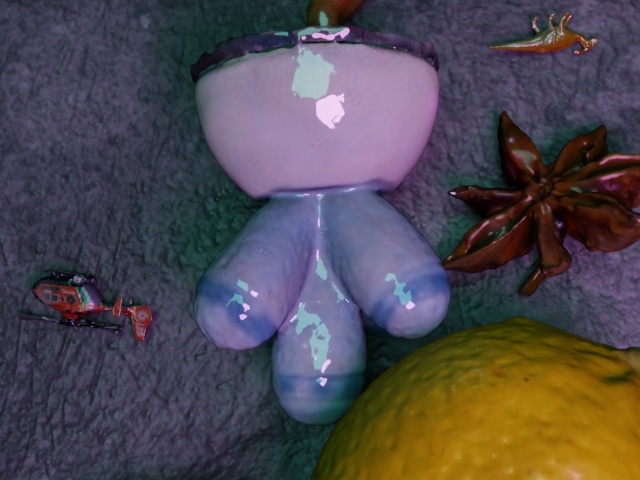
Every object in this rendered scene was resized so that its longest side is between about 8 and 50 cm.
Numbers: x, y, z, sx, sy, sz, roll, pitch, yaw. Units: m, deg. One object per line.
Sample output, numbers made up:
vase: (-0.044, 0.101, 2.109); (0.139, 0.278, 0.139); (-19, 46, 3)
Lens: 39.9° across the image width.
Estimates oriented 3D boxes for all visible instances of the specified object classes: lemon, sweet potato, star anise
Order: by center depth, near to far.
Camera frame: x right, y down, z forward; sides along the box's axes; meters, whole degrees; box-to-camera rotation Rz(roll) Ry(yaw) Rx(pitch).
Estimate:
lemon: (0.145, 0.231, 0.700); (0.336, 0.336, 0.336); (-1, 80, 6)
star anise: (0.222, -0.037, 0.832); (0.212, 0.111, 0.196); (-16, 56, 34)
sweet potato: (0.033, -0.283, 0.921); (0.058, 0.055, 0.202); (15, 83, 46)

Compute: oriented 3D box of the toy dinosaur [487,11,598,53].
toy dinosaur: (0.228, -0.212, 0.900); (0.113, 0.026, 0.041); (1, 97, -2)

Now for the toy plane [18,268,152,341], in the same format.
toy plane: (-0.241, 0.065, 0.903); (0.145, 0.037, 0.060); (10, 86, 9)

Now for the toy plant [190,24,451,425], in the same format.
toy plant: (0.000, 0.000, 0.800); (0.247, 0.247, 0.332); (-3, 84, 6)
